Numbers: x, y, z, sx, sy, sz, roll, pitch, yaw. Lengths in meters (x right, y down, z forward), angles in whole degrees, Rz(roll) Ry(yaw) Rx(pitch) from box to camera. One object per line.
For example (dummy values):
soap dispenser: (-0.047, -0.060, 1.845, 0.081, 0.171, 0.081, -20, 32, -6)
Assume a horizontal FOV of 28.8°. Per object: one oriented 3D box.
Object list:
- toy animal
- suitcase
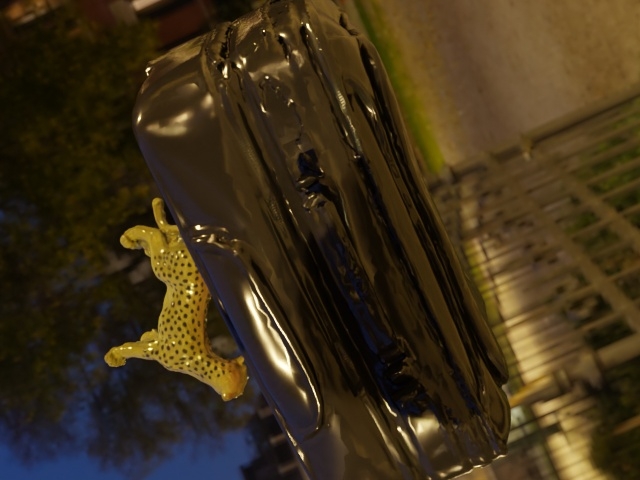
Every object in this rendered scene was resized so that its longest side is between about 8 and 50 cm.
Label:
toy animal: (-0.128, 0.053, 1.193, 0.073, 0.136, 0.181, 4, -88, -54)
suitcase: (0.000, 0.000, 0.909, 0.339, 0.188, 0.345, -96, -18, -74)
